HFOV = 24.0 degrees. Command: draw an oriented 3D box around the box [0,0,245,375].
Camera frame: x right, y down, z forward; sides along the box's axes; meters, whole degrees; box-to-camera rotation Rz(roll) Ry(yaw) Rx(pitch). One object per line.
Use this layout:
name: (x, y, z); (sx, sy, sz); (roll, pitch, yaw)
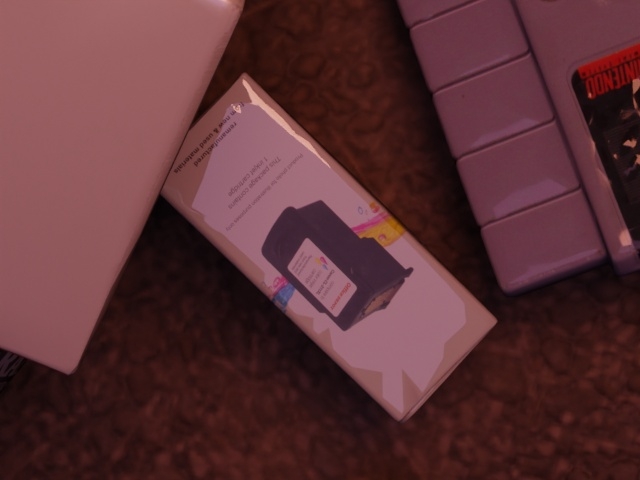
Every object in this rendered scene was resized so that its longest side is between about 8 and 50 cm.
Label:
box: (-0.139, -0.140, 0.627); (0.215, 0.345, 0.168); (22, 121, -8)

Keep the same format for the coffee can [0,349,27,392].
coffee can: (-0.262, 0.046, 0.747); (0.201, 0.201, 0.275); (39, 95, -4)

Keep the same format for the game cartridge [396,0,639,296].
game cartridge: (0.222, -0.130, 0.743); (0.355, 0.068, 0.230); (-21, 74, 11)

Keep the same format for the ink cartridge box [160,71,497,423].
ink cartridge box: (0.000, 0.000, 0.778); (0.175, 0.127, 0.072); (44, 92, -5)
